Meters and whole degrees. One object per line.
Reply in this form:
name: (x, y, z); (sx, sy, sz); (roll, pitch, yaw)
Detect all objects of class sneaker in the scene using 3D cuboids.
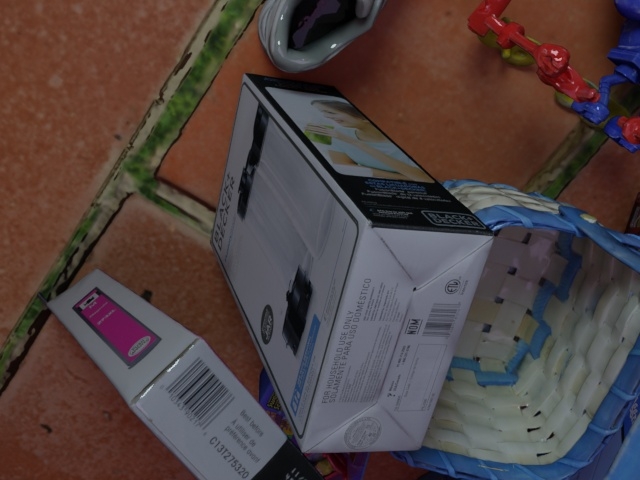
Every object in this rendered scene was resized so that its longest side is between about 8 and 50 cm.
sneaker: (0.039, -0.213, 0.605); (0.090, 0.115, 0.232); (30, 110, -16)

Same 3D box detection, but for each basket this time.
basket: (0.152, 0.097, 0.596); (0.201, 0.289, 0.255); (10, 111, -17)

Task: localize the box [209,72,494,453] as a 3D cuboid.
box: (0.000, 0.000, 0.604); (0.087, 0.290, 0.169); (4, 117, -22)

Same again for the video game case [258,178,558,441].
video game case: (0.102, 0.082, 0.781); (0.244, 0.061, 0.269); (21, 112, -14)

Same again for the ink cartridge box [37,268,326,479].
ink cartridge box: (-0.125, 0.119, 0.655); (0.069, 0.371, 0.176); (-45, 114, -18)

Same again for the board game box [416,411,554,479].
board game box: (0.259, 0.345, 0.903); (0.308, 0.086, 0.302); (-38, 112, 14)

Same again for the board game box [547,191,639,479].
board game box: (0.315, 0.110, 0.762); (0.145, 0.027, 0.281); (18, 92, -18)

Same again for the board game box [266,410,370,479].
board game box: (-0.014, 0.245, 0.869); (0.133, 0.033, 0.169); (9, 114, -8)

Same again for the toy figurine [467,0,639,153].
toy figurine: (0.322, -0.147, 0.621); (0.362, 0.191, 0.217); (31, 105, -18)
